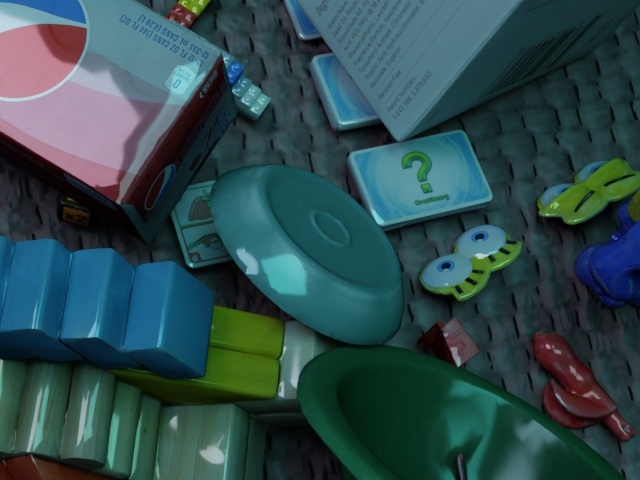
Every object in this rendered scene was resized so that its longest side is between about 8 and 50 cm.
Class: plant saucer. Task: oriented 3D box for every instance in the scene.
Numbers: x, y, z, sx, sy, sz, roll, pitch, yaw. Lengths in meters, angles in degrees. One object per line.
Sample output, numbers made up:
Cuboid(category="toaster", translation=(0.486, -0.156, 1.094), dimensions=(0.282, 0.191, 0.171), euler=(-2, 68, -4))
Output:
Cuboid(category="plant saucer", translation=(0.000, 0.000, 0.620), dimensions=(0.119, 0.021, 0.119), euler=(31, 28, -19))

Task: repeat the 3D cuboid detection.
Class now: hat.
Cuboid(category="hat", translation=(0.048, 0.178, 0.572), dimensions=(0.173, 0.184, 0.208), euler=(2, 28, -49))

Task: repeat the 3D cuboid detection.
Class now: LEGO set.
Cuboid(category="LEGO set", translation=(-0.037, -0.083, 0.692), dimensions=(0.244, 0.060, 0.182), euler=(-12, 68, -19))

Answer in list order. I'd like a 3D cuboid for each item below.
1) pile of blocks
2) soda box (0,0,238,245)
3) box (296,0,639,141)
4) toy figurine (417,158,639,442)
Cuboid(category="pile of blocks", translation=(-0.157, 0.064, 0.544), dimensions=(0.362, 0.149, 0.113), euler=(9, 66, -12))
Cuboid(category="soda box", translation=(-0.175, -0.107, 0.614), dimensions=(0.263, 0.083, 0.092), euler=(30, 79, 8))
Cuboid(category="box", translation=(0.110, -0.172, 0.686), dimensions=(0.181, 0.182, 0.119), euler=(-27, 77, -34))
Cuboid(category="toy figurine", translation=(0.248, -0.011, 0.651), dimensions=(0.362, 0.217, 0.191), euler=(-28, 78, -23))
